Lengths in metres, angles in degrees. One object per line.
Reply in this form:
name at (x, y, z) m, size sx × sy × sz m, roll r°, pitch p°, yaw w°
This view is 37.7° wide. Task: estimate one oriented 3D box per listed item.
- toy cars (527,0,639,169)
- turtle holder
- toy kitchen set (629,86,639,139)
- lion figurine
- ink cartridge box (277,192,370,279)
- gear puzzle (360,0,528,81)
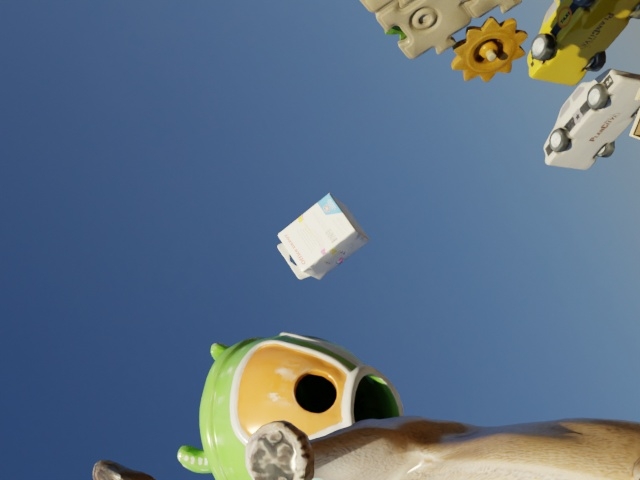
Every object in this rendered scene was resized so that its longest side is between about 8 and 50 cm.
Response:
toy cars at (0.370, -0.242, 1.288) m, size 0.393 × 0.177 × 0.087 m, roll 58°, pitch -164°, yaw -55°
turtle holder at (-0.007, 0.264, 1.233) m, size 0.320 × 0.228 × 0.243 m, roll 63°, pitch -146°, yaw -22°
toy kitchen set at (0.419, -0.148, 1.147) m, size 0.068 × 0.075 × 0.083 m, roll 26°, pitch -155°, yaw 23°
lion figurine at (0.104, 0.132, 0.449) m, size 0.240 × 0.392 × 0.142 m, roll 0°, pitch -84°, yaw -54°
ink cartridge box at (0.000, 0.000, 1.732) m, size 0.092 × 0.143 × 0.090 m, roll 57°, pitch -169°, yaw 23°
gear puzzle at (0.122, -0.278, 0.937) m, size 0.339 × 0.175 × 0.044 m, roll 40°, pitch -152°, yaw -43°
